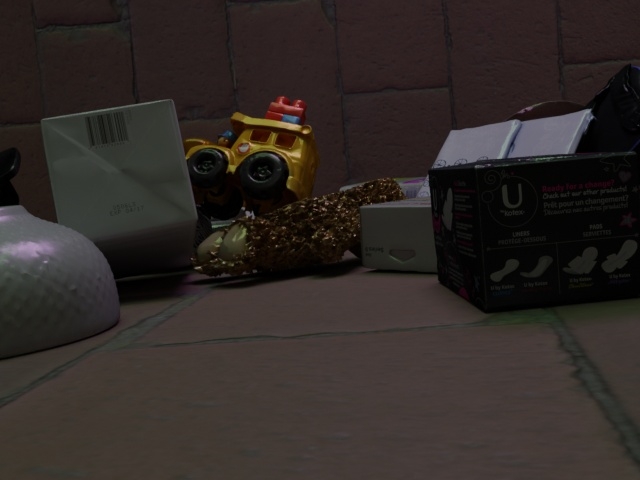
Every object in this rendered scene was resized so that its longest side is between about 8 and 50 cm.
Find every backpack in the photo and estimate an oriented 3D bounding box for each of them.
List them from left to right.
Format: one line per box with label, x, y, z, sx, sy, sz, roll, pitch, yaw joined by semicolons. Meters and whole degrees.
backpack;0.653;-0.223;1.946;0.213;0.263;0.276;22;-38;-21

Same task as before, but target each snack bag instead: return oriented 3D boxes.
snack bag;0.367;-0.150;1.924;0.343;0.037;0.323;-4;41;40

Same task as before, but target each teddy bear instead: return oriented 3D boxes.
teddy bear;-0.023;0.000;1.356;0.338;0.113;0.245;-16;-2;-45

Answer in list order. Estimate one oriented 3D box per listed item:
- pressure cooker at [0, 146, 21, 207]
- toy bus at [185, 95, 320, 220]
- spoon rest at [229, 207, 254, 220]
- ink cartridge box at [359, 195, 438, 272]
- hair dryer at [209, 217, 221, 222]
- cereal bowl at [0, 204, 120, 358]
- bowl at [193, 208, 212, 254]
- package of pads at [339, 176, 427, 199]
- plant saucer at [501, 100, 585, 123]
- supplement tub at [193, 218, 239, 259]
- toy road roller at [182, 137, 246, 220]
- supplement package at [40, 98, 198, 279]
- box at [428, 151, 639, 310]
pressure cooker;-0.720;-0.097;1.480;0.370;0.420;0.375;5;44;36
toy bus;-0.107;-0.143;1.539;0.220;0.211;0.149;10;-22;14
spoon rest;-0.104;-0.027;1.798;0.137;0.084;0.276;-9;5;-38
ink cartridge box;0.179;-0.015;1.282;0.212;0.093;0.154;-12;9;-43
hair dryer;-0.328;-0.004;1.763;0.294;0.080;0.223;-11;10;5
cereal bowl;-0.391;0.039;0.992;0.339;0.141;0.339;-5;4;0
bowl;-0.274;-0.026;1.557;0.170;0.080;0.170;-14;34;10
package of pads;0.204;-0.098;2.191;0.229;0.101;0.297;-2;5;33
plant saucer;0.512;-0.182;2.142;0.311;0.310;0.050;-6;46;-9
supplement tub;-0.183;0.001;1.620;0.107;0.071;0.071;-6;5;8
toy road roller;-0.225;-0.130;2.221;0.330;0.240;0.202;-6;5;-5
supplement package;-0.281;-0.058;1.322;0.178;0.175;0.293;-11;-11;-13
box;0.217;-0.020;0.982;0.164;0.142;0.247;-6;5;-3
